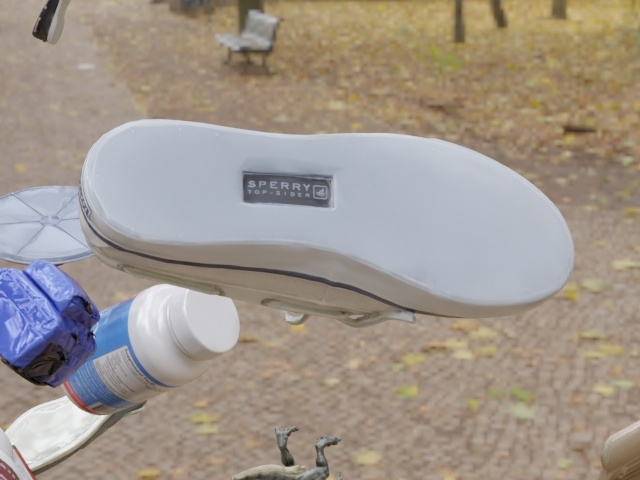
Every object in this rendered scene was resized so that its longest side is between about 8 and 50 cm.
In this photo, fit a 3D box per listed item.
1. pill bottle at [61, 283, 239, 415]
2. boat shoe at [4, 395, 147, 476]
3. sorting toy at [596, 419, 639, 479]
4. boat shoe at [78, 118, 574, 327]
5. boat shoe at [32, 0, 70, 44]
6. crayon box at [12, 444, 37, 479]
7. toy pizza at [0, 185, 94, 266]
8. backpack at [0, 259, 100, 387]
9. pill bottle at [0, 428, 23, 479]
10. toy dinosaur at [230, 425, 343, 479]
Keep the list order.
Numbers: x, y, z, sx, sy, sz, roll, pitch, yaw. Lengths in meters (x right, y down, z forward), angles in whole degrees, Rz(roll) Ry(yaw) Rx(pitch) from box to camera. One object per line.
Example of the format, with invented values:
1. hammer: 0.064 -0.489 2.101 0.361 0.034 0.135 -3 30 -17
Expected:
1. pill bottle: -0.206 0.124 1.464 0.221 0.124 0.124 -25 -1 33
2. boat shoe: -0.396 0.307 1.987 0.116 0.099 0.319 26 44 27
3. sorting toy: 0.391 0.144 1.141 0.307 0.041 0.229 -29 -24 1
4. boat shoe: -0.002 0.008 0.922 0.367 0.136 0.156 5 -23 -13
5. boat shoe: -0.387 -0.350 1.780 0.038 0.125 0.046 21 11 4
6. crayon box: -0.464 0.527 1.699 0.363 0.313 0.106 53 17 18
7. toy pizza: -0.358 -0.014 1.615 0.201 0.032 0.201 2 30 -1
8. backpack: -0.260 0.082 1.149 0.101 0.120 0.098 -38 66 -7
9. pill bottle: -0.218 0.170 0.713 0.086 0.086 0.152 -3 27 -7
10. toy dinosaur: -0.026 0.342 1.812 0.064 0.118 0.268 -17 -35 38
